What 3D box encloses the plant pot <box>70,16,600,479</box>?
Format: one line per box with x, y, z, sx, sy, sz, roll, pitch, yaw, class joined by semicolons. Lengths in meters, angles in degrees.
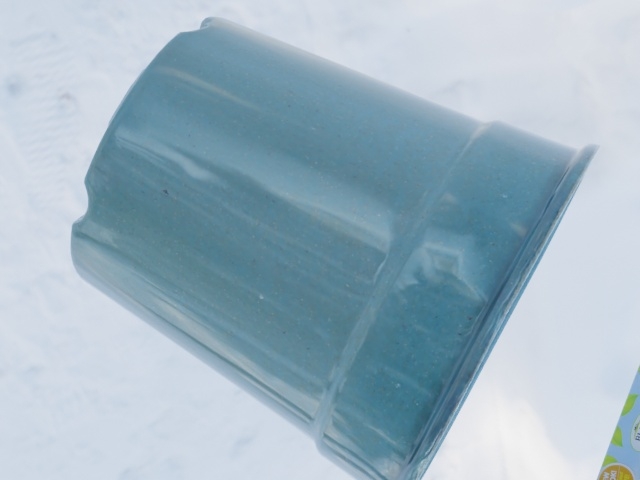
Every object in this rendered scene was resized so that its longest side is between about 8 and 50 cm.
0.000;0.000;1.006;0.341;0.334;0.341;-59;170;-17;plant pot

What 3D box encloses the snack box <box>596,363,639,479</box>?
0.416;0.234;1.295;0.175;0.207;0.070;-65;150;-19;snack box
